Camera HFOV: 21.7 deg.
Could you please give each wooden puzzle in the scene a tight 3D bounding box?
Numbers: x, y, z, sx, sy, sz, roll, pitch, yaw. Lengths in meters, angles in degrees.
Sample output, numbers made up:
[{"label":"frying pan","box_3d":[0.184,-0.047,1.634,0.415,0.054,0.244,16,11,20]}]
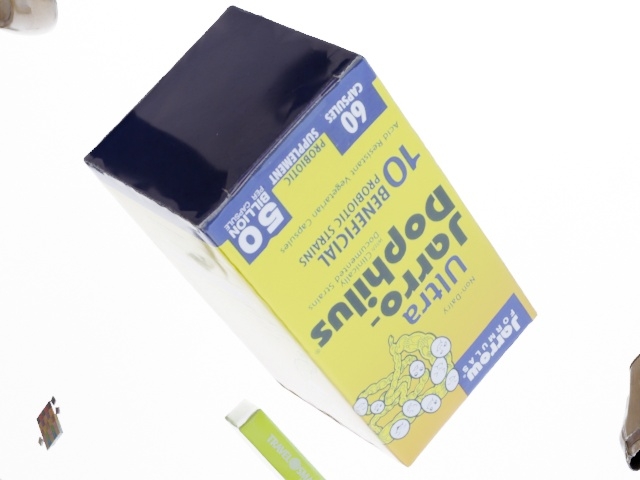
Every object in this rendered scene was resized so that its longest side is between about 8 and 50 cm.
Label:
[{"label":"wooden puzzle","box_3d":[-0.356,0.243,2.198,0.083,0.006,0.049,-50,-125,44]}]

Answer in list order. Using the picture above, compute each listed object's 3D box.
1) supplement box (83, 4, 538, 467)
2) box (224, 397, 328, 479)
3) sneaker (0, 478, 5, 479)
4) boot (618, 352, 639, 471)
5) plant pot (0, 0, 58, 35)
[{"label":"supplement box","box_3d":[0.000,0.000,1.458,0.194,0.356,0.195,-48,-139,-12]},{"label":"box","box_3d":[-0.038,0.274,2.035,0.042,0.178,0.109,-43,-170,-9]},{"label":"sneaker","box_3d":[-0.492,0.355,2.420,0.158,0.061,0.064,4,-70,17]},{"label":"boot","box_3d":[0.325,0.169,1.657,0.118,0.042,0.087,98,-3,-47]},{"label":"plant pot","box_3d":[-0.316,-0.269,1.449,0.032,0.236,0.236,-41,-148,-21]}]
